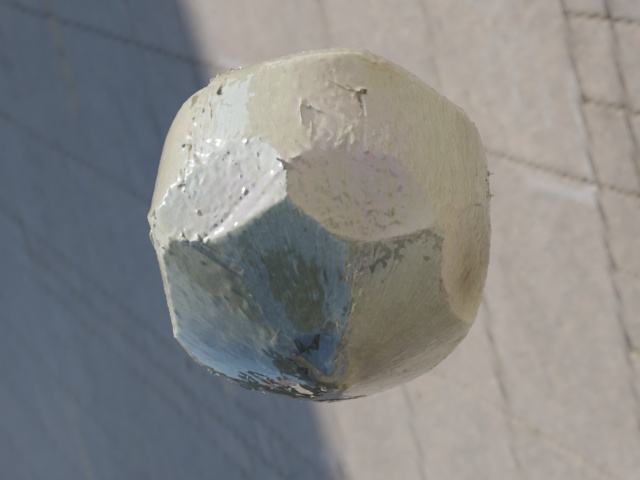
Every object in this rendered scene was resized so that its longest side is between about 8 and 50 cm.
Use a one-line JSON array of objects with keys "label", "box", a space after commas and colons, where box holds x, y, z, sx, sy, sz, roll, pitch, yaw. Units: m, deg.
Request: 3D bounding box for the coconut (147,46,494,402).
[{"label": "coconut", "box": [-0.003, -0.001, 0.872, 0.162, 0.161, 0.161, -82, -8, -47]}]
